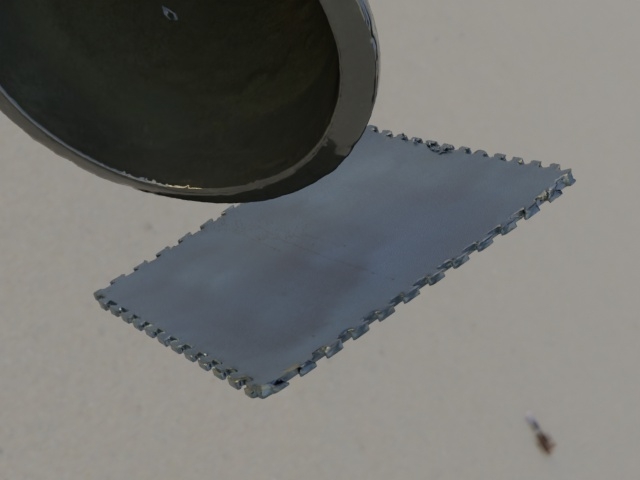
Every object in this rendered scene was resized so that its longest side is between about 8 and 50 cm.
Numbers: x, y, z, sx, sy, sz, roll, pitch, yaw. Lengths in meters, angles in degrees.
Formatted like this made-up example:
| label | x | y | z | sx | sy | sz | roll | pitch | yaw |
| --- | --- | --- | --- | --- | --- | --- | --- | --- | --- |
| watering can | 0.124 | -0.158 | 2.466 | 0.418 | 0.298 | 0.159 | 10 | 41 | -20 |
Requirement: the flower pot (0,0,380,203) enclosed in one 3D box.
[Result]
| label | x | y | z | sx | sy | sz | roll | pitch | yaw |
| --- | --- | --- | --- | --- | --- | --- | --- | --- | --- |
| flower pot | -0.079 | -0.166 | 0.825 | 0.269 | 0.269 | 0.166 | 39 | 45 | -21 |

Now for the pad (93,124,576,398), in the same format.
| label | x | y | z | sx | sy | sz | roll | pitch | yaw |
| --- | --- | --- | --- | --- | --- | --- | --- | --- | --- |
| pad | 0.000 | 0.000 | 0.969 | 0.269 | 0.269 | 0.012 | 22 | -40 | 58 |
